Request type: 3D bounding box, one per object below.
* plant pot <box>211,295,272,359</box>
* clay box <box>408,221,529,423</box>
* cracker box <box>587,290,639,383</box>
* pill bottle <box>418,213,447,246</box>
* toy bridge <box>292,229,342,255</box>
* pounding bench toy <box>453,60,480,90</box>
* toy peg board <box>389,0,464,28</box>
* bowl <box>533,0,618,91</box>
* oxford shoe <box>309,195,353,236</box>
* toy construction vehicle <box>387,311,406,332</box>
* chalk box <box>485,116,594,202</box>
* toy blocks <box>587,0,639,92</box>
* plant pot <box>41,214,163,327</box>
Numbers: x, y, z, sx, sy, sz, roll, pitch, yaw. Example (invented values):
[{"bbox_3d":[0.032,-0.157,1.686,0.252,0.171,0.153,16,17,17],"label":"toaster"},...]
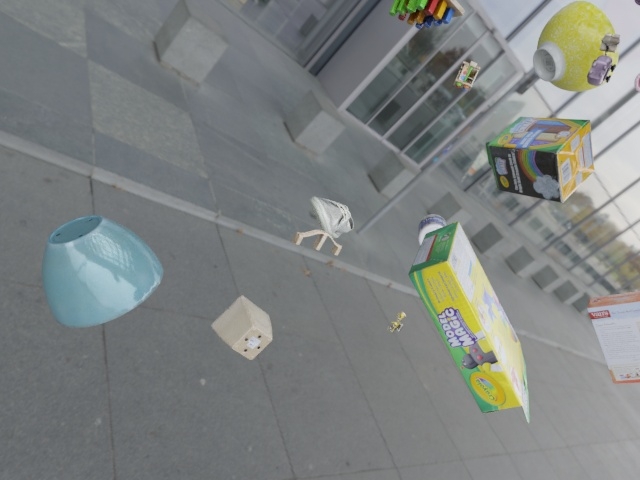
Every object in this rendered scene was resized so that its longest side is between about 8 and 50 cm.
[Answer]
[{"bbox_3d":[-0.179,0.220,1.126,0.109,0.109,0.096,46,1,-38],"label":"plant pot"},{"bbox_3d":[0.187,0.100,0.568,0.222,0.053,0.127,62,29,-10],"label":"clay box"},{"bbox_3d":[0.814,0.252,1.214,0.067,0.155,0.232,-35,104,-50],"label":"cracker box"},{"bbox_3d":[0.254,-0.020,1.054,0.067,0.067,0.120,44,21,-5],"label":"pill bottle"},{"bbox_3d":[0.000,0.000,1.501,0.188,0.063,0.026,15,20,-39],"label":"toy bridge"},{"bbox_3d":[0.419,-0.471,1.342,0.052,0.065,0.083,24,8,7],"label":"pounding bench toy"},{"bbox_3d":[0.284,-0.646,1.313,0.160,0.079,0.161,25,-1,-37],"label":"toy peg board"},{"bbox_3d":[0.807,-0.613,1.550,0.289,0.156,0.290,155,-90,-88],"label":"bowl"},{"bbox_3d":[0.054,-0.105,1.939,0.449,0.130,0.169,30,38,-76],"label":"oxford shoe"},{"bbox_3d":[0.317,0.339,1.943,0.035,0.098,0.086,29,-6,34],"label":"toy construction vehicle"},{"bbox_3d":[0.647,-0.259,1.441,0.289,0.179,0.180,26,-31,51],"label":"chalk box"},{"bbox_3d":[0.876,-0.515,1.195,0.309,0.289,0.260,28,30,30],"label":"toy blocks"},{"bbox_3d":[-0.581,0.051,1.200,0.290,0.290,0.195,-92,170,-58],"label":"plant pot"}]
